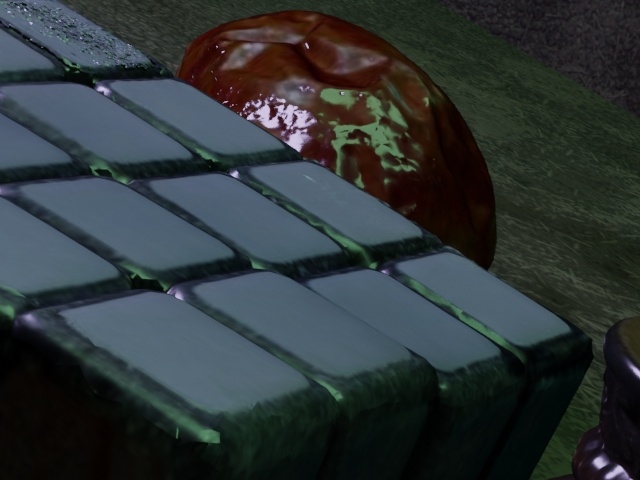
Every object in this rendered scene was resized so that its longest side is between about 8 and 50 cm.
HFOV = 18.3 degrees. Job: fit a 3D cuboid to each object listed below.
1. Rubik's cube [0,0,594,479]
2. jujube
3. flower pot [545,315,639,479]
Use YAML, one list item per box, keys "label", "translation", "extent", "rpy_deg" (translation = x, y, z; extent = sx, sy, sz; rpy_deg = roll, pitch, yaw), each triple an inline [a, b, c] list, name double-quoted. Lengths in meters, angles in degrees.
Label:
- label: "Rubik's cube"
  translation: [-0.144, 0.114, 0.828]
  extent: [0.343, 0.344, 0.337]
  rpy_deg: [32, 20, 21]
- label: "jujube"
  translation: [-0.006, -0.035, 1.621]
  extent: [0.276, 0.276, 0.377]
  rpy_deg: [14, 18, -31]
- label: "flower pot"
  translation: [0.197, 0.203, 1.154]
  extent: [0.266, 0.267, 0.266]
  rpy_deg: [21, 17, -7]
